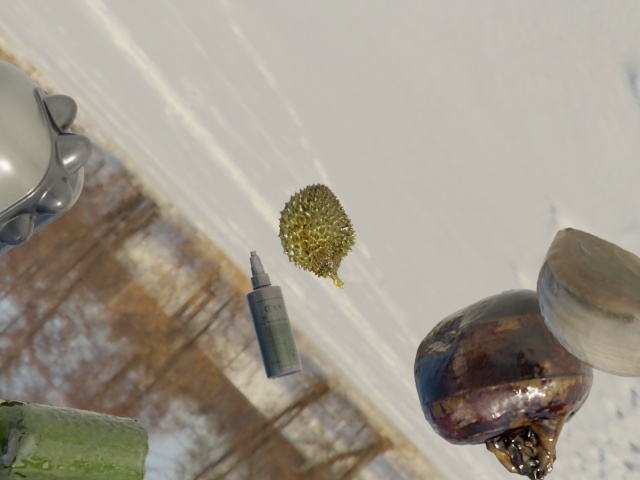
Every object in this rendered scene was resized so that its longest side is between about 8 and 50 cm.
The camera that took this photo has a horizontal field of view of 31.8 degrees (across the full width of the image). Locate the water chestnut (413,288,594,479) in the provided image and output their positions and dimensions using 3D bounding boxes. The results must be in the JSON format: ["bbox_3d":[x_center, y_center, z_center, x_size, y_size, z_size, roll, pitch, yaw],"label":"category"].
[{"bbox_3d":[0.226,0.179,1.372,0.223,0.224,0.238,67,-172,-75],"label":"water chestnut"}]

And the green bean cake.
[{"bbox_3d":[-0.268,0.273,1.005,0.156,0.249,0.247,13,166,-28],"label":"green bean cake"}]

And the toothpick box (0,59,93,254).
[{"bbox_3d":[-0.406,-0.066,1.268,0.229,0.316,0.229,59,-174,-9],"label":"toothpick box"}]

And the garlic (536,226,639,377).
[{"bbox_3d":[0.259,0.064,0.987,0.196,0.101,0.087,33,158,40],"label":"garlic"}]

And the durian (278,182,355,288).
[{"bbox_3d":[0.000,0.000,2.112,0.102,0.147,0.208,4,116,66],"label":"durian"}]

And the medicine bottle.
[{"bbox_3d":[-0.079,0.110,1.716,0.057,0.058,0.199,73,-178,-78],"label":"medicine bottle"}]
